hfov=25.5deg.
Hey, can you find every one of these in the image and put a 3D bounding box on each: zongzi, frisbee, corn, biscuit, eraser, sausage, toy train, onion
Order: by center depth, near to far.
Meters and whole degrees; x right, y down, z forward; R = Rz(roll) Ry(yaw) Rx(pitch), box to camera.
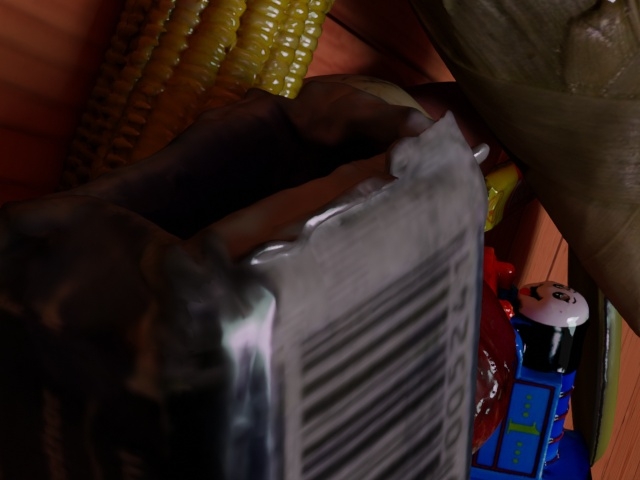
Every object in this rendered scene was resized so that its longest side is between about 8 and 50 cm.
[{"bbox_3d":[-0.020,0.118,0.477,0.155,0.101,0.332,-30,130,-47],"label":"eraser"},{"bbox_3d":[-0.037,-0.072,0.508,0.203,0.072,0.072,-68,157,-3],"label":"corn"},{"bbox_3d":[0.115,-0.073,0.647,0.274,0.145,0.300,-16,99,-65],"label":"zongzi"},{"bbox_3d":[0.037,0.067,0.723,0.131,0.131,0.131,-47,148,-43],"label":"onion"},{"bbox_3d":[0.049,-0.048,0.727,0.154,0.062,0.062,-20,126,-61],"label":"sausage"},{"bbox_3d":[0.116,0.114,0.906,0.083,0.131,0.204,-66,165,-65],"label":"toy train"},{"bbox_3d":[0.190,0.040,0.986,0.236,0.017,0.236,0,90,-86],"label":"frisbee"},{"bbox_3d":[0.152,-0.047,1.003,0.292,0.026,0.048,-26,136,-62],"label":"biscuit"}]

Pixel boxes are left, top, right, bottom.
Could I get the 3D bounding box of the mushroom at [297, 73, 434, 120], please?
[{"bbox_3d":[0.000,0.000,0.594,0.148,0.112,0.148,-43,143,-43],"label":"mushroom"}]
